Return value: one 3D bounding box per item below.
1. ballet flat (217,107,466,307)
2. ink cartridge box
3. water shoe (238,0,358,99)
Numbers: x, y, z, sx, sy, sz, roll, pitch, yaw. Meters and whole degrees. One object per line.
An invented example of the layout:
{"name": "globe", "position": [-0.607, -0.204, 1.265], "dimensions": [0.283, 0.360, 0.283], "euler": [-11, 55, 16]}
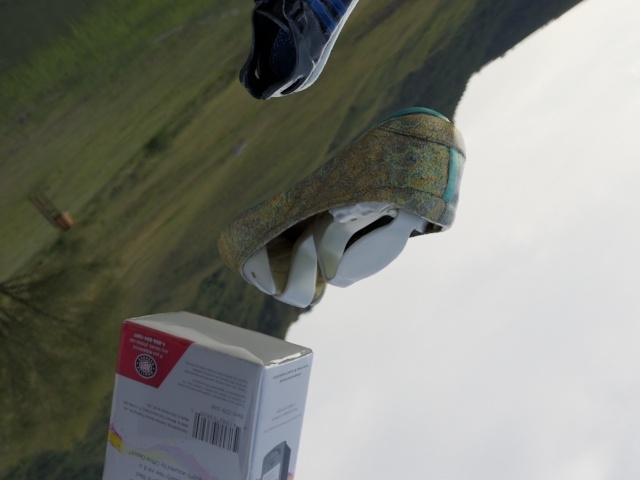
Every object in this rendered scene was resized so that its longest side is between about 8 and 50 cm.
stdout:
{"name": "ballet flat", "position": [0.000, 0.000, 0.718], "dimensions": [0.349, 0.123, 0.123], "euler": [-31, -166, 48]}
{"name": "ink cartridge box", "position": [-0.150, 0.264, 0.974], "dimensions": [0.226, 0.306, 0.131], "euler": [13, -170, 27]}
{"name": "water shoe", "position": [-0.011, -0.203, 0.632], "dimensions": [0.080, 0.073, 0.203], "euler": [-43, 159, -48]}
